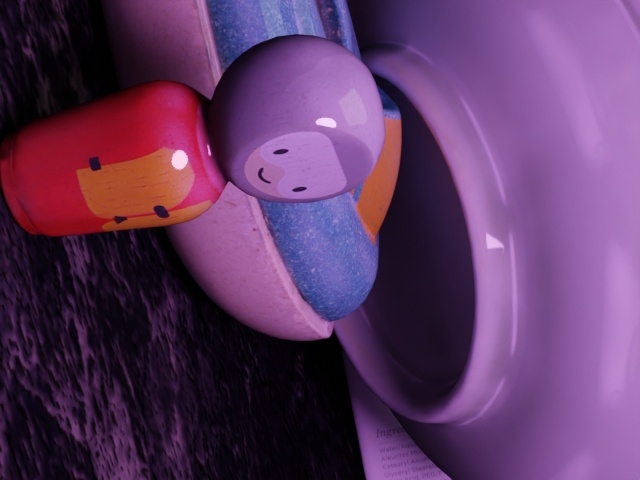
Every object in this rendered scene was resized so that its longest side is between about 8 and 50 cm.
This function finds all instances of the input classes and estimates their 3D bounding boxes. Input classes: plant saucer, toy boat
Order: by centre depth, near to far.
[{"bbox_3d":[-0.027,-0.065,0.696,0.318,0.148,0.267,-57,134,-73],"label":"toy boat"},{"bbox_3d":[0.077,-0.008,0.859,0.400,0.100,0.400,42,-42,53],"label":"plant saucer"}]

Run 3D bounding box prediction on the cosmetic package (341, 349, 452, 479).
[{"bbox_3d":[0.117,0.154,1.100,0.151,0.151,0.183,23,56,-76],"label":"cosmetic package"}]
